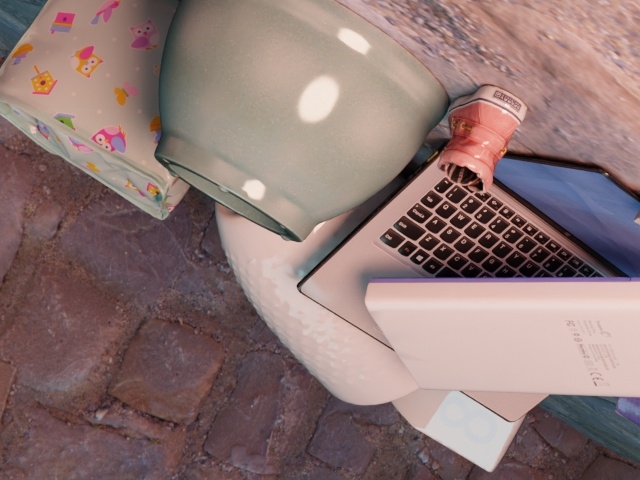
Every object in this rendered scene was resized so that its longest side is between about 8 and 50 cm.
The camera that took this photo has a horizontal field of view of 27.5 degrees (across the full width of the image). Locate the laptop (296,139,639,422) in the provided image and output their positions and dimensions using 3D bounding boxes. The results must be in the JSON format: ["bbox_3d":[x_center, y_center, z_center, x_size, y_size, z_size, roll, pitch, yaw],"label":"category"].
[{"bbox_3d":[0.254,0.083,1.455,0.382,0.408,0.236,33,-153,-28],"label":"laptop"}]

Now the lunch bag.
[{"bbox_3d":[-0.237,-0.187,1.544,0.262,0.223,0.160,30,167,4],"label":"lunch bag"}]

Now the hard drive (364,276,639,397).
[{"bbox_3d":[0.233,0.108,1.446,0.318,0.040,0.210,-1,146,26],"label":"hard drive"}]

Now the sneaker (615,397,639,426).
[{"bbox_3d":[0.534,0.261,1.693,0.315,0.128,0.182,22,-150,20],"label":"sneaker"}]

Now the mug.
[{"bbox_3d":[0.000,0.000,1.781,0.328,0.276,0.374,49,172,-32],"label":"mug"}]

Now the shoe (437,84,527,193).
[{"bbox_3d":[0.140,-0.089,1.227,0.063,0.081,0.178,30,174,-2],"label":"shoe"}]

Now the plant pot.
[{"bbox_3d":[-0.045,-0.121,1.306,0.293,0.196,0.293,29,175,3],"label":"plant pot"}]

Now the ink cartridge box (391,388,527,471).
[{"bbox_3d":[0.162,0.130,1.971,0.385,0.308,0.091,28,-146,11],"label":"ink cartridge box"}]

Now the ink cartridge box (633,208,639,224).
[{"bbox_3d":[0.333,-0.012,1.190,0.083,0.028,0.048,29,174,5],"label":"ink cartridge box"}]
